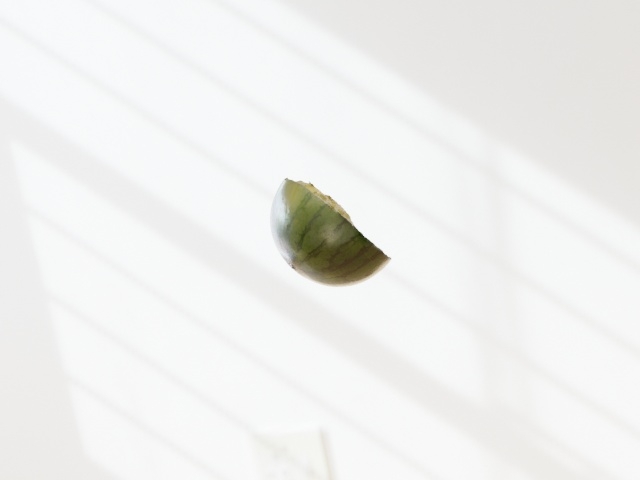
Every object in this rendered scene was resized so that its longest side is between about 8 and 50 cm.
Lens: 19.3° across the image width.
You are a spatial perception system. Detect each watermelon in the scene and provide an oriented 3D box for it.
[{"bbox_3d":[0.000,0.000,1.457,0.062,0.105,0.105,-50,20,-3],"label":"watermelon"}]
